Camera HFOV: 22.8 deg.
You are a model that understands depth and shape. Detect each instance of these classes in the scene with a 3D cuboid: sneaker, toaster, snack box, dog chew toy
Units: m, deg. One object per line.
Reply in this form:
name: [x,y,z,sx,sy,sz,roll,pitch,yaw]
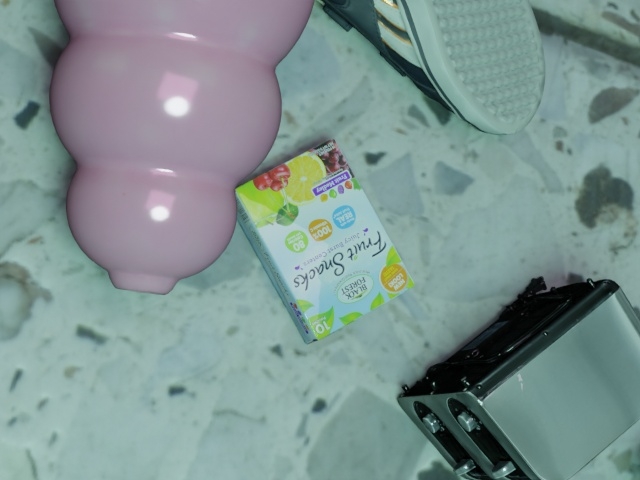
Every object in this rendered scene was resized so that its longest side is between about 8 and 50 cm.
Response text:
sneaker: [0.070,-0.221,1.335,0.126,0.127,0.321,-52,123,-25]
toaster: [0.176,0.113,1.278,0.186,0.168,0.110,-36,95,-19]
snack box: [0.000,0.000,1.307,0.100,0.037,0.141,-28,90,-19]
dog chew toy: [-0.115,-0.125,1.216,0.206,0.206,0.332,8,86,-17]
